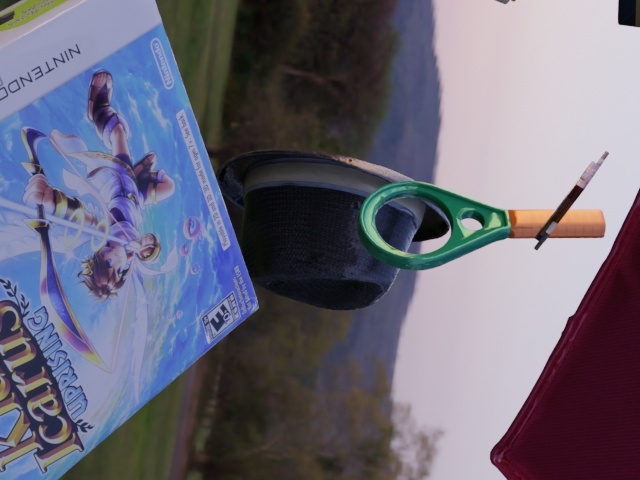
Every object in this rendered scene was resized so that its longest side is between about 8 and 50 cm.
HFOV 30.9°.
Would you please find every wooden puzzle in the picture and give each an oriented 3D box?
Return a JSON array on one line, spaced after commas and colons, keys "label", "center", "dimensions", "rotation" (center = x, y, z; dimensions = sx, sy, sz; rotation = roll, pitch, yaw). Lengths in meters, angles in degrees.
[{"label": "wooden puzzle", "center": [0.145, -0.023, 0.679], "dimensions": [0.049, 0.006, 0.083], "rotation": [-58, 171, 34]}]

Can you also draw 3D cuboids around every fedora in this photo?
[{"label": "fedora", "center": [0.000, 0.000, 1.550], "dimensions": [0.334, 0.334, 0.152], "rotation": [93, 11, -72]}]

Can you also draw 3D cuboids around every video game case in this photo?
[{"label": "video game case", "center": [-0.171, 0.001, 0.723], "dimensions": [0.244, 0.061, 0.269], "rotation": [-39, 127, -32]}]

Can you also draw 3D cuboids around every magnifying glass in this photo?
[{"label": "magnifying glass", "center": [0.149, -0.014, 1.073], "dimensions": [0.026, 0.231, 0.092], "rotation": [95, -8, -54]}]

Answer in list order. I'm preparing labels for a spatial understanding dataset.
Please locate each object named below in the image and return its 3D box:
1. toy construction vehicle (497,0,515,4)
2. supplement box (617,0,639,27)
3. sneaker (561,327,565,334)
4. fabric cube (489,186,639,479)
[{"label": "toy construction vehicle", "center": [0.081, -0.163, 0.537], "dimensions": [0.098, 0.086, 0.035], "rotation": [116, -9, -51]}, {"label": "supplement box", "center": [0.184, -0.142, 0.525], "dimensions": [0.056, 0.083, 0.083], "rotation": [-57, 148, -38]}, {"label": "sneaker", "center": [0.286, 0.188, 1.259], "dimensions": [0.088, 0.093, 0.225], "rotation": [41, 35, -38]}, {"label": "fabric cube", "center": [0.286, 0.078, 0.513], "dimensions": [0.254, 0.258, 0.259], "rotation": [48, -57, 42]}]
